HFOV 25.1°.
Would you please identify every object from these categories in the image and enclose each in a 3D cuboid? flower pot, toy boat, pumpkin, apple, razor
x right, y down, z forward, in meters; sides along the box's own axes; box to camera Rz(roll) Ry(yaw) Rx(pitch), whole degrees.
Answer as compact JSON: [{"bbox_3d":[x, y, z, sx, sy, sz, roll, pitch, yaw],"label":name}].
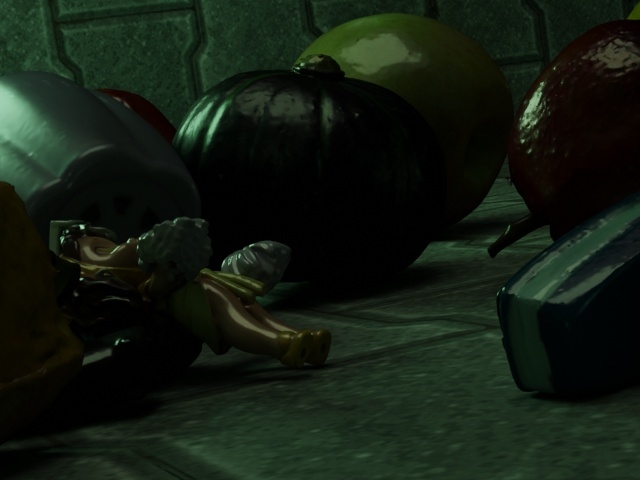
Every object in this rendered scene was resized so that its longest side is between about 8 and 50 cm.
[{"bbox_3d":[-0.237,-0.013,1.370,0.265,0.265,0.243,-11,19,-25],"label":"flower pot"},{"bbox_3d":[0.238,0.009,0.896,0.299,0.096,0.062,-26,20,-30],"label":"toy boat"},{"bbox_3d":[-0.014,-0.078,1.520,0.315,0.238,0.315,10,9,-2],"label":"pumpkin"},{"bbox_3d":[0.106,-0.151,1.957,0.277,0.319,0.319,13,18,41],"label":"apple"},{"bbox_3d":[-0.184,0.097,0.988,0.148,0.054,0.090,-11,6,-7],"label":"razor"}]

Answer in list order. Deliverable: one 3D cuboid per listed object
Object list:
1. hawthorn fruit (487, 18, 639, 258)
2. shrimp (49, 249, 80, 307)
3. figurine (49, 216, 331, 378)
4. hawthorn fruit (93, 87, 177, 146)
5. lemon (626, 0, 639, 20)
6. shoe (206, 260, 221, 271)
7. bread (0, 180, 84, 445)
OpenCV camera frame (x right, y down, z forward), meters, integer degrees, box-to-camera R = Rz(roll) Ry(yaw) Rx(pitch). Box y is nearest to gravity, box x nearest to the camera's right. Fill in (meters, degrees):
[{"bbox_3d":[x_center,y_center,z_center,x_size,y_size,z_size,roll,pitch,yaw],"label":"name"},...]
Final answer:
[{"bbox_3d":[0.260,-0.068,1.294,0.266,0.230,0.210,-31,-6,2],"label":"hawthorn fruit"},{"bbox_3d":[-0.268,0.046,1.100,0.253,0.058,0.173,-34,32,31],"label":"shrimp"},{"bbox_3d":[-0.109,0.047,1.089,0.240,0.116,0.175,2,-7,24],"label":"figurine"},{"bbox_3d":[-0.285,-0.079,1.785,0.254,0.300,0.254,-35,-7,-5],"label":"hawthorn fruit"},{"bbox_3d":[0.487,-0.178,1.654,0.336,0.336,0.336,-8,5,1],"label":"lemon"},{"bbox_3d":[-0.199,0.001,1.941,0.241,0.093,0.108,-4,8,30],"label":"shoe"},{"bbox_3d":[-0.327,0.059,0.853,0.340,0.194,0.179,-3,4,9],"label":"bread"}]
